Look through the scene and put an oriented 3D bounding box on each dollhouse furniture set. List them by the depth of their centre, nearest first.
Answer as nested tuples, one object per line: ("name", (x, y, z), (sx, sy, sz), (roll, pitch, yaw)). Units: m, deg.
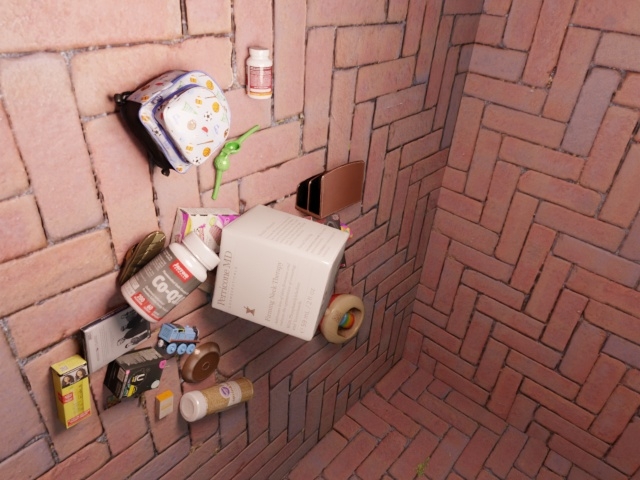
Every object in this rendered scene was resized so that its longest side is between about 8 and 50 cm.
("dollhouse furniture set", (-0.417, 0.171, 1.806), (0.151, 0.058, 0.076), (36, 90, -39))

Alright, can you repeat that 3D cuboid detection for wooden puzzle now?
("wooden puzzle", (-0.744, 0.575, 1.650), (0.083, 0.006, 0.050), (-20, 129, -48))

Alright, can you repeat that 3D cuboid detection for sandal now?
("sandal", (-0.577, 0.051, 1.456), (0.219, 0.060, 0.090), (-53, 155, 14))

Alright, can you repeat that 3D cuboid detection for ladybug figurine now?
("ladybug figurine", (0.104, 0.433, 2.623), (0.305, 0.161, 0.449), (-58, 149, -7))

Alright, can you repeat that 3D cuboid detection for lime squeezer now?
("lime squeezer", (-0.306, -0.288, 1.589), (0.311, 0.058, 0.110), (-60, 148, -5))

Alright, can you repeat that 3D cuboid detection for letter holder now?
("letter holder", (0.047, -0.255, 2.039), (0.301, 0.151, 0.215), (-27, 132, -43))

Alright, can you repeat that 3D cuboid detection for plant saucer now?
("plant saucer", (-0.496, 0.526, 1.946), (0.198, 0.036, 0.199), (-36, 140, -37))

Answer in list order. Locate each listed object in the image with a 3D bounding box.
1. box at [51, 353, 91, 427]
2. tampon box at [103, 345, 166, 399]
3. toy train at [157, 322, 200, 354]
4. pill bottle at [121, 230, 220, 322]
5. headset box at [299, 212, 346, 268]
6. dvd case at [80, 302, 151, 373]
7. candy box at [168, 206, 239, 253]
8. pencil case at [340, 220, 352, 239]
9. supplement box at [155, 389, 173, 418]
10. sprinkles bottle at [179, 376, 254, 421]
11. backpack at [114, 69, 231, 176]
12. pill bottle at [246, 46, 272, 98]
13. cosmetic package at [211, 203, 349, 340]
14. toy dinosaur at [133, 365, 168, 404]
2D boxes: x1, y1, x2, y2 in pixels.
("box", (-0.792, 0.481, 1.460), (0.087, 0.058, 0.233), (-22, 131, -49))
("tampon box", (-0.650, 0.462, 1.609), (0.161, 0.101, 0.121), (-1, 115, -55))
("toy train", (-0.533, 0.371, 1.738), (0.184, 0.080, 0.105), (24, 87, -58))
("pill bottle", (-0.468, 0.111, 1.454), (0.283, 0.161, 0.161), (-43, 145, -9))
("headset box", (0.000, 0.000, 2.107), (0.218, 0.110, 0.294), (-8, 90, -52))
("dvd case", (-0.667, 0.305, 1.510), (0.238, 0.029, 0.180), (-32, 138, -51))
("candy box", (-0.407, -0.032, 1.620), (0.233, 0.071, 0.159), (-5, 118, -53))
("pencil case", (0.057, 0.010, 2.306), (0.236, 0.104, 0.105), (-43, 144, -31))
("supplement box", (-0.631, 0.661, 1.850), (0.062, 0.036, 0.099), (-19, 128, -49))
("sprinkles bottle", (-0.457, 0.706, 2.058), (0.355, 0.121, 0.121), (5, 109, -57))
("backpack", (-0.385, -0.353, 1.300), (0.263, 0.213, 0.277), (-57, 147, -28))
("pill bottle", (-0.202, -0.552, 1.511), (0.086, 0.086, 0.152), (-29, 136, -42))
("cosmetic package", (-0.143, 0.106, 1.713), (0.327, 0.393, 0.330), (-54, 159, -65))
("toy dinosaur", (-0.654, 0.537, 1.728), (0.183, 0.053, 0.092), (-57, 164, 5))
